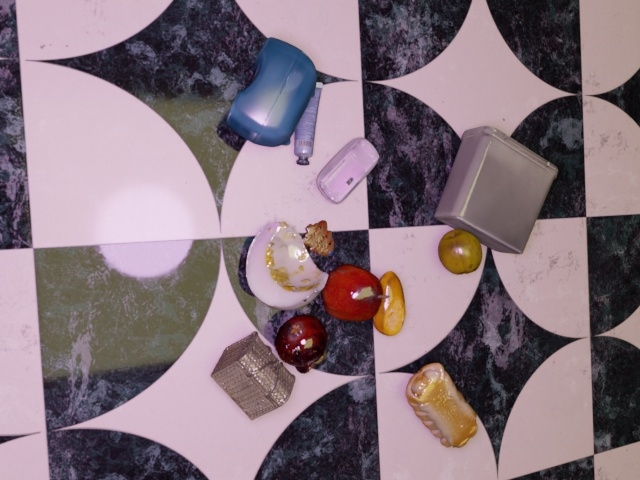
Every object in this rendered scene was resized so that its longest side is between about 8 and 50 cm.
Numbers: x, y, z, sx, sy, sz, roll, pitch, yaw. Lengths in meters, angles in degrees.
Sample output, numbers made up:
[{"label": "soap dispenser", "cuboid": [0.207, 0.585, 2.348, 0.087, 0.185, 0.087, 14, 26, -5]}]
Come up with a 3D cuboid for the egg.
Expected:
[{"label": "egg", "cuboid": [-0.101, 0.100, 1.434, 0.206, 0.162, 0.271, -39, 66, 8]}]

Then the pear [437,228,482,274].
[{"label": "pear", "cuboid": [0.488, 0.045, 1.652, 0.148, 0.149, 0.162, -25, 102, -18]}]

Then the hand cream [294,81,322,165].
[{"label": "hand cream", "cuboid": [-0.045, -0.375, 1.503, 0.091, 0.058, 0.272, 4, 86, -9]}]

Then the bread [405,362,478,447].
[{"label": "bread", "cuboid": [0.420, 0.583, 1.649, 0.172, 0.121, 0.311, -37, 103, -12]}]

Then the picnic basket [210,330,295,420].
[{"label": "picnic basket", "cuboid": [-0.188, 0.391, 1.386, 0.154, 0.134, 0.196, -30, 105, 25]}]

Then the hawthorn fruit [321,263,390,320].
[{"label": "hawthorn fruit", "cuboid": [0.115, 0.170, 1.484, 0.189, 0.251, 0.190, -12, 107, -45]}]

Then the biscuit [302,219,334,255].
[{"label": "biscuit", "cuboid": [0.000, 0.000, 1.540, 0.119, 0.019, 0.130, -45, 105, -14]}]

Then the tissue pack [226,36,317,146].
[{"label": "tissue pack", "cuboid": [-0.130, -0.421, 1.390, 0.206, 0.198, 0.288, 26, 81, -13]}]

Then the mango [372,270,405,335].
[{"label": "mango", "cuboid": [0.222, 0.205, 1.567, 0.141, 0.102, 0.217, -12, 109, -43]}]

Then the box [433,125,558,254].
[{"label": "box", "cuboid": [0.622, -0.172, 1.687, 0.351, 0.177, 0.344, 25, 83, -19]}]

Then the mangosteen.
[{"label": "mangosteen", "cuboid": [-0.051, 0.322, 1.463, 0.166, 0.166, 0.180, -43, 129, -15]}]

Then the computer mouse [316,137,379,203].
[{"label": "computer mouse", "cuboid": [0.089, -0.229, 1.549, 0.126, 0.056, 0.245, 45, 76, -16]}]
